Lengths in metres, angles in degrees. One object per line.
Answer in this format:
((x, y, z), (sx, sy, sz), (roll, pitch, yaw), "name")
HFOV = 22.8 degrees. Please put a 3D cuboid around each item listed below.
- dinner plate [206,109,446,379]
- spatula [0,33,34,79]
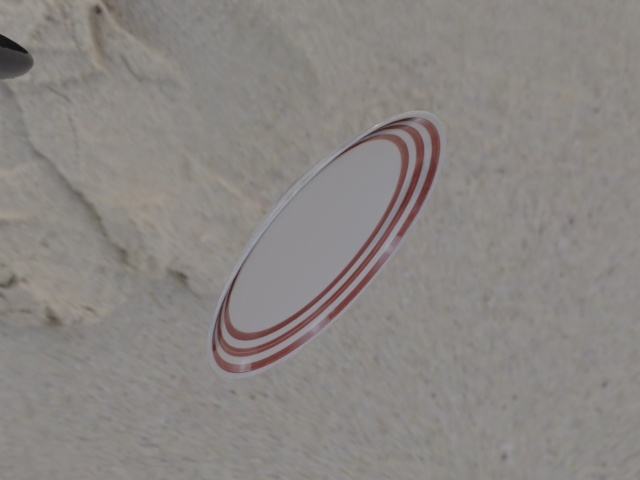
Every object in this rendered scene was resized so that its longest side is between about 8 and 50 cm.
((0.000, 0.000, 0.665), (0.017, 0.141, 0.141), (39, 85, 21), "dinner plate")
((-0.160, -0.062, 0.509), (0.084, 0.296, 0.030), (8, 99, 13), "spatula")
